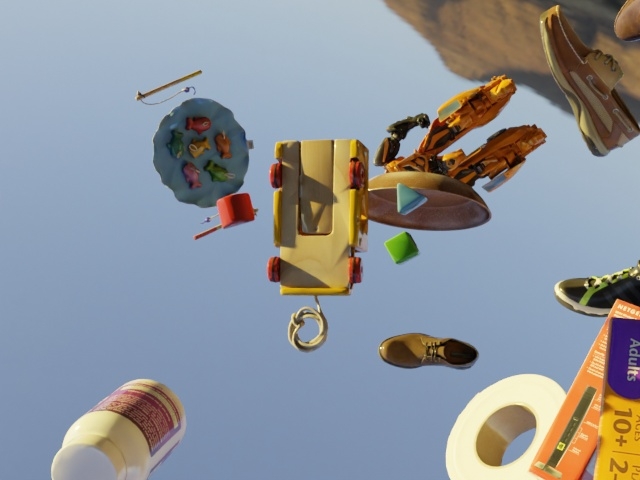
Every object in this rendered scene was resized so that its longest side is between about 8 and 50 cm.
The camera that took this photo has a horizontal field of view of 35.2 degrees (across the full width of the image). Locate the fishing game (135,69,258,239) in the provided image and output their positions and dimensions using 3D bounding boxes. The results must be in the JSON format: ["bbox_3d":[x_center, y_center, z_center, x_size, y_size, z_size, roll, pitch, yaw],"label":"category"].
[{"bbox_3d":[-0.188,-0.145,1.664,0.189,0.264,0.041,-25,-168,-36],"label":"fishing game"}]

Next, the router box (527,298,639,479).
[{"bbox_3d":[0.487,0.295,1.605,0.082,0.301,0.335,23,170,41],"label":"router box"}]

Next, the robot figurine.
[{"bbox_3d":[0.236,-0.151,1.751,0.211,0.291,0.085,55,174,-8],"label":"robot figurine"}]

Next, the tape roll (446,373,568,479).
[{"bbox_3d":[0.387,0.403,1.966,0.100,0.286,0.286,43,-170,-28],"label":"tape roll"}]

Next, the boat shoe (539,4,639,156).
[{"bbox_3d":[0.542,-0.325,2.011,0.324,0.120,0.122,59,-152,-21],"label":"boat shoe"}]

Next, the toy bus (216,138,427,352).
[{"bbox_3d":[0.005,-0.012,1.078,0.191,0.202,0.104,47,-173,13],"label":"toy bus"}]

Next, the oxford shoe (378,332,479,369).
[{"bbox_3d":[0.243,0.243,2.245,0.227,0.082,0.096,1,168,-3],"label":"oxford shoe"}]

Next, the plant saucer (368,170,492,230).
[{"bbox_3d":[0.136,-0.056,1.380,0.199,0.036,0.198,6,165,2],"label":"plant saucer"}]

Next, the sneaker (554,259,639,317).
[{"bbox_3d":[0.502,0.069,1.641,0.235,0.097,0.084,5,-151,16],"label":"sneaker"}]

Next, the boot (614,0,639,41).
[{"bbox_3d":[0.580,-0.394,1.734,0.090,0.248,0.207,53,-133,-5],"label":"boot"}]

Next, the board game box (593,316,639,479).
[{"bbox_3d":[0.478,0.301,1.080,0.356,0.356,0.356,4,167,18],"label":"board game box"}]

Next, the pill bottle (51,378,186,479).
[{"bbox_3d":[-0.373,0.377,1.864,0.169,0.169,0.301,27,-166,6],"label":"pill bottle"}]
